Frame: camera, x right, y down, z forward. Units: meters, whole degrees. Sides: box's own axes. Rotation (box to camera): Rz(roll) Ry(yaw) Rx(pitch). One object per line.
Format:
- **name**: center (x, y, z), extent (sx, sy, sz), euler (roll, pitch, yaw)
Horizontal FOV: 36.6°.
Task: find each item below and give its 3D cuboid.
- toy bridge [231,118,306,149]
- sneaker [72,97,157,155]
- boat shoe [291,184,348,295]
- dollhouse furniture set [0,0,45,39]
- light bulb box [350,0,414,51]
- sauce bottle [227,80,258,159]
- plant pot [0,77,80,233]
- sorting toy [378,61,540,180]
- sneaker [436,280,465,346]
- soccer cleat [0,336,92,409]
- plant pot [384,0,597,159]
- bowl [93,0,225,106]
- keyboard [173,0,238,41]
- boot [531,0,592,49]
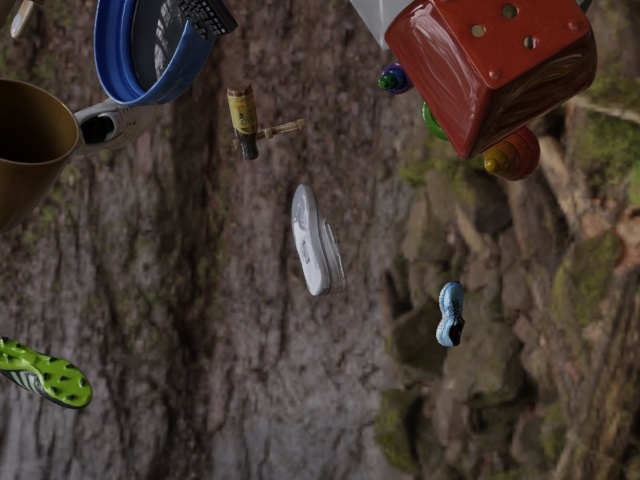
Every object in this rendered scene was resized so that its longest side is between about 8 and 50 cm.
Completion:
- **toy bridge**: center (-0.129, -0.261, 2.374), extent (0.063, 0.188, 0.026), euler (-135, 27, -78)
- **sneaker**: center (-0.445, -0.243, 2.076), extent (0.305, 0.152, 0.114), euler (-33, -66, -47)
- **boat shoe**: center (0.000, 0.000, 2.081), extent (0.095, 0.084, 0.258), euler (-42, 53, 55)
- **dollhouse furniture set**: center (-0.678, -0.510, 1.649), extent (0.174, 0.355, 0.303), euler (-55, 45, 19)
- **light bulb box**: center (0.190, -0.615, 1.807), extent (0.358, 0.361, 0.225), euler (54, 156, -16)
- **sauce bottle**: center (-0.119, -0.189, 1.536), extent (0.042, 0.042, 0.128), euler (-91, -8, -55)
- **plant pot**: center (-0.613, -0.139, 1.862), extent (0.237, 0.237, 0.254), euler (-90, 24, -48)
- **sorting toy**: center (0.256, -0.232, 1.910), extent (0.126, 0.365, 0.127), euler (-32, -25, -54)
- **sneaker**: center (0.322, 0.176, 2.295), extent (0.073, 0.063, 0.162), euler (-158, 69, -66)
- **soccer cleat**: center (-0.397, 0.196, 1.388), extent (0.060, 0.179, 0.072), euler (-53, -21, -33)
- **plant pot**: center (0.283, -0.324, 1.531), extent (0.267, 0.267, 0.236), euler (58, 178, 6)
- **bowl**: center (-0.303, -0.440, 1.816), extent (0.391, 0.077, 0.391), euler (-14, 72, 49)
- **keyboard**: center (-0.191, -0.376, 1.420), extent (0.180, 0.108, 0.023), euler (52, -133, -29)
- **boot**: center (0.472, -0.485, 2.114), extent (0.088, 0.176, 0.244), euler (-33, -25, -35)
